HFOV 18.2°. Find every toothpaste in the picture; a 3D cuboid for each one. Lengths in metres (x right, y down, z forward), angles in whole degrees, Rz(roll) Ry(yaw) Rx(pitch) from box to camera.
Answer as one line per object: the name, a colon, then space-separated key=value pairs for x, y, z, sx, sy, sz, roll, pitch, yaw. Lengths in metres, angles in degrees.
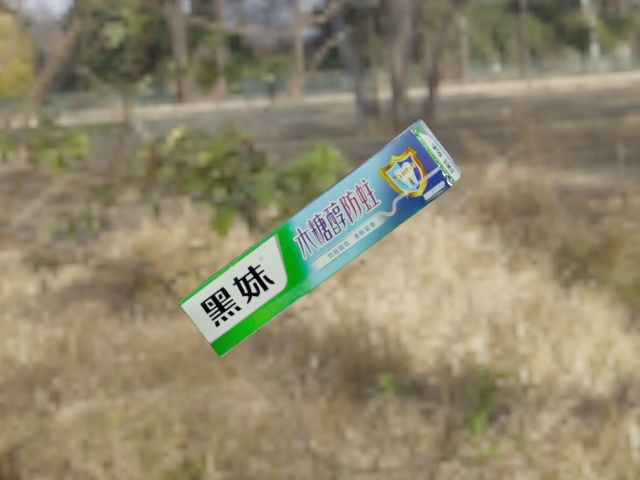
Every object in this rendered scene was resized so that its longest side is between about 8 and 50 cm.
toothpaste: x=0.000 y=0.000 z=0.537 sx=0.083 sy=0.020 sz=0.017 roll=-37 pitch=2 yaw=18
